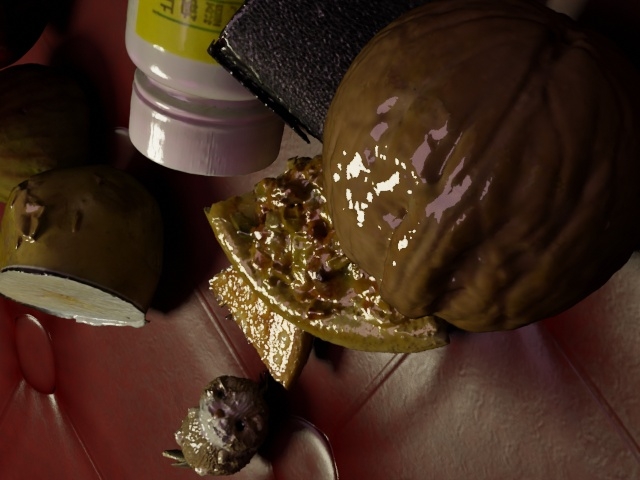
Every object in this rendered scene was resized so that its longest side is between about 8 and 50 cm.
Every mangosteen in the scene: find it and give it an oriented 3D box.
[{"bbox_3d":[-0.494,-0.362,2.004,0.261,0.235,0.235,-4,-103,-85],"label":"mangosteen"}]

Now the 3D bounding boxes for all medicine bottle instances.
[{"bbox_3d":[-0.106,-0.280,1.529,0.213,0.213,0.378,37,129,37],"label":"medicine bottle"}]

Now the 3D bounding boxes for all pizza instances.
[{"bbox_3d":[0.005,0.034,1.573,0.258,0.087,0.268,-28,83,39],"label":"pizza"},{"bbox_3d":[-0.064,0.065,1.725,0.193,0.053,0.201,28,118,42],"label":"pizza"}]

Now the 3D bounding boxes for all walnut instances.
[{"bbox_3d":[0.147,-0.065,1.245,0.333,0.333,0.333,21,118,45],"label":"walnut"}]

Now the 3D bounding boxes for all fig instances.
[{"bbox_3d":[-0.481,-0.131,1.949,0.217,0.321,0.217,19,118,40],"label":"fig"}]

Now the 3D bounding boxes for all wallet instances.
[{"bbox_3d":[0.042,-0.212,1.372,0.221,0.071,0.262,43,112,-1],"label":"wallet"}]

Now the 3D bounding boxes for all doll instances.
[{"bbox_3d":[-0.135,0.263,1.832,0.105,0.115,0.221,47,134,15],"label":"doll"}]

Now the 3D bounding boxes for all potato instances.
[{"bbox_3d":[-0.334,0.001,1.921,0.300,0.246,0.196,-25,47,64],"label":"potato"}]
